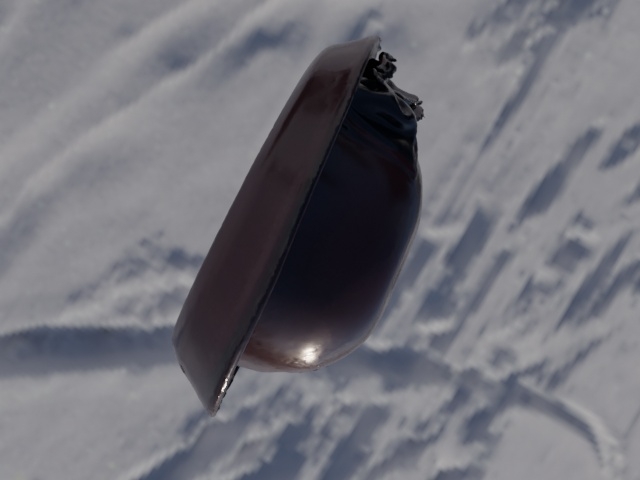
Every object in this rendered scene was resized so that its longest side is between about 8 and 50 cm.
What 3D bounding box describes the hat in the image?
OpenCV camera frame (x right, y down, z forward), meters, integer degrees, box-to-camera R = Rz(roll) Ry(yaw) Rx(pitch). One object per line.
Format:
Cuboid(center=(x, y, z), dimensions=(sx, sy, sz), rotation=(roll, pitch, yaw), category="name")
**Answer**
Cuboid(center=(0.000, 0.000, 0.846), dimensions=(0.205, 0.089, 0.205), rotation=(-64, 180, -1), category="hat")
